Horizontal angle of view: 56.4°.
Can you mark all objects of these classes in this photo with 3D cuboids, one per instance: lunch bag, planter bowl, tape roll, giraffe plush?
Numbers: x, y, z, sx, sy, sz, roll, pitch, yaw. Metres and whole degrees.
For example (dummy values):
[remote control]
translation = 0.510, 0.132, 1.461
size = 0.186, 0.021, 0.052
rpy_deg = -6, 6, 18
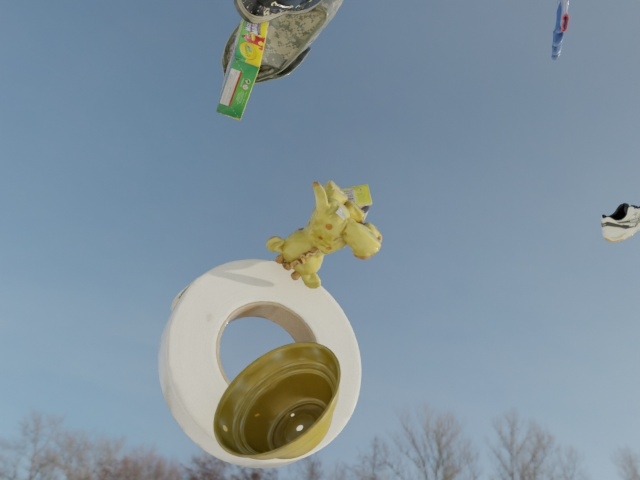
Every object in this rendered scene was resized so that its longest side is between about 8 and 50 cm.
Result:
[lunch bag]
translation = -0.090, -0.486, 1.366
size = 0.169, 0.235, 0.287
rpy_deg = 39, -54, -12
[planter bowl]
translation = -0.049, 0.266, 0.922
size = 0.217, 0.217, 0.090
rpy_deg = -13, -57, 29
[tape roll]
translation = -0.108, 0.220, 1.122
size = 0.392, 0.392, 0.072
rpy_deg = 28, -38, -11
[giraffe plush]
translation = 0.000, 0.000, 1.163
size = 0.170, 0.210, 0.181
rpy_deg = -43, -103, 15

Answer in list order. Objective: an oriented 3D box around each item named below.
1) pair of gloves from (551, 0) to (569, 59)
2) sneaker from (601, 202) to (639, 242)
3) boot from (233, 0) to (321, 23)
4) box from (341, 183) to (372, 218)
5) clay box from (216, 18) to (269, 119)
[pair of gloves]
translation = 0.472, -0.463, 1.176
size = 0.023, 0.159, 0.198
rpy_deg = 2, -15, 17
[sneaker]
translation = 0.364, -0.030, 0.689
size = 0.083, 0.032, 0.037
rpy_deg = -25, -74, -3
[boot]
translation = -0.022, -0.471, 1.044
size = 0.178, 0.236, 0.085
rpy_deg = -18, -75, 55
[box]
translation = 0.085, -0.090, 1.646
size = 0.087, 0.058, 0.232
rpy_deg = -10, -10, -3
[clay box]
translation = -0.142, -0.347, 1.124
size = 0.053, 0.222, 0.127
rpy_deg = 16, -43, -15
